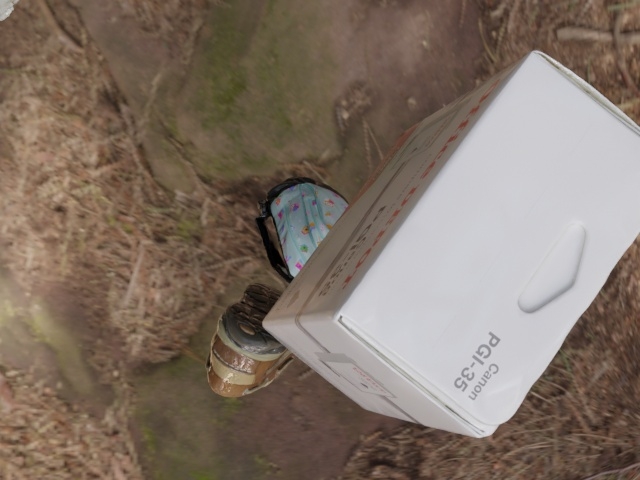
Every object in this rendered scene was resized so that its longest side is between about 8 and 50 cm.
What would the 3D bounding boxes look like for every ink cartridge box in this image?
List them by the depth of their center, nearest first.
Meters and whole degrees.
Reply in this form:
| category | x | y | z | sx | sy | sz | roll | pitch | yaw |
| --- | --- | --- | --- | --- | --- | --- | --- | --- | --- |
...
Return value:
| category | x | y | z | sx | sy | sz | roll | pitch | yaw |
| --- | --- | --- | --- | --- | --- | --- | --- | --- | --- |
| ink cartridge box | 0.082 | 0.009 | 0.765 | 0.117 | 0.283 | 0.207 | 38 | 79 | -6 |

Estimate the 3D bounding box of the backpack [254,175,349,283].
| category | x | y | z | sx | sy | sz | roll | pitch | yaw |
| --- | --- | --- | --- | --- | --- | --- | --- | --- | --- |
| backpack | 0.000 | 0.000 | 1.563 | 0.115 | 0.152 | 0.182 | -49 | 32 | 26 |

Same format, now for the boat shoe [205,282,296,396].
| category | x | y | z | sx | sy | sz | roll | pitch | yaw |
| --- | --- | --- | --- | --- | --- | --- | --- | --- | --- |
| boat shoe | -0.091 | 0.145 | 1.629 | 0.122 | 0.324 | 0.120 | 30 | 102 | 11 |

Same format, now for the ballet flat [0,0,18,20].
| category | x | y | z | sx | sy | sz | roll | pitch | yaw |
| --- | --- | --- | --- | --- | --- | --- | --- | --- | --- |
| ballet flat | -0.554 | -0.227 | 1.323 | 0.408 | 0.147 | 0.147 | -10 | 76 | -15 |
